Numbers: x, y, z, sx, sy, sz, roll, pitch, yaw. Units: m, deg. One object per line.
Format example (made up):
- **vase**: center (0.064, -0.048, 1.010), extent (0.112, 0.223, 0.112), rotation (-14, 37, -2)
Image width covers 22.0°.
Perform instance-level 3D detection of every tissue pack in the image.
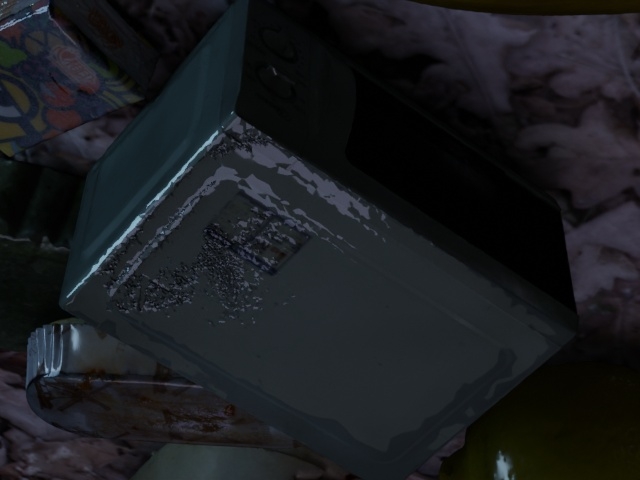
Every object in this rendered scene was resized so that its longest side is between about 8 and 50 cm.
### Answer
- **tissue pack**: center (-0.207, -0.132, 1.197), extent (0.148, 0.060, 0.108), rotation (-18, 134, 34)

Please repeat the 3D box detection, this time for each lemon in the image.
- **lemon**: center (0.224, 0.193, 1.379), extent (0.248, 0.184, 0.184), rotation (-11, 137, 18)

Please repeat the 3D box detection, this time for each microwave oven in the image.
- **microwave oven**: center (0.000, 0.000, 1.178), extent (0.295, 0.181, 0.237), rotation (32, 123, -22)

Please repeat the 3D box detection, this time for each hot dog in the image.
- **hot dog**: center (-0.114, 0.119, 1.352), extent (0.268, 0.075, 0.144), rotation (4, 145, 6)

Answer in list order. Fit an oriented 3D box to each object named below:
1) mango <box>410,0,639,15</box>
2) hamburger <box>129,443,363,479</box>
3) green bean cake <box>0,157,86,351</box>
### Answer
- **mango**: center (0.089, -0.198, 0.928), extent (0.331, 0.142, 0.195), rotation (5, 178, 21)
- **hamburger**: center (-0.080, 0.280, 1.628), extent (0.227, 0.151, 0.295), rotation (33, 145, -14)
- **green bean cake**: center (-0.208, 0.026, 1.377), extent (0.185, 0.094, 0.183), rotation (18, 143, -5)
